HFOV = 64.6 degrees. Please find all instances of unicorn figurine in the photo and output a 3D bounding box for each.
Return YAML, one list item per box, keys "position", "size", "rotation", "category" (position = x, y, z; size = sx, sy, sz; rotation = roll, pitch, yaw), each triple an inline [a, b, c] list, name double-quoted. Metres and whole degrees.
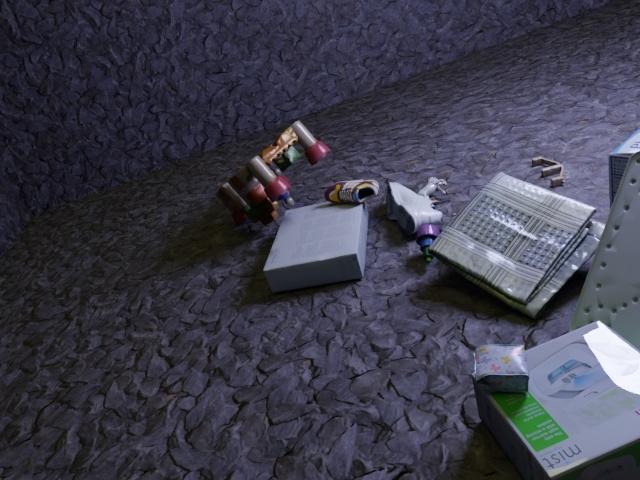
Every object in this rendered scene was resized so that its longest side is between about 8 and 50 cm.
- position: [0.379, -0.173, 1.712]
  size: [0.162, 0.060, 0.111]
  rotation: [-30, 31, -19]
  category: "unicorn figurine"

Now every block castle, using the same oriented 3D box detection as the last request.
- position: [-0.177, -0.218, 1.866]
  size: [0.303, 0.213, 0.453]
  rotation: [-46, 12, -27]
  category: "block castle"

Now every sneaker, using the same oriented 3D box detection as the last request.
- position: [0.099, -0.156, 1.654]
  size: [0.186, 0.069, 0.084]
  rotation: [-12, 23, 14]
  category: "sneaker"
- position: [0.291, -0.106, 1.634]
  size: [0.129, 0.111, 0.297]
  rotation: [-7, 31, -9]
  category: "sneaker"

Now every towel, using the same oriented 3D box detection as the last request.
- position: [0.473, -0.008, 1.221]
  size: [0.312, 0.056, 0.324]
  rotation: [-44, 52, -14]
  category: "towel"

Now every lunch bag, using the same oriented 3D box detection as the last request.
- position: [0.300, 0.213, 0.847]
  size: [0.083, 0.053, 0.071]
  rotation: [-1, 33, 13]
  category: "lunch bag"

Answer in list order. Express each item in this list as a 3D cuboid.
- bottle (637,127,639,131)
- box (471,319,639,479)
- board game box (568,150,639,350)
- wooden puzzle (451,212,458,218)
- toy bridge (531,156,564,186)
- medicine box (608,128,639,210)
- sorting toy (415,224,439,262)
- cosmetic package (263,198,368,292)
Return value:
- position: [1.032, -0.265, 1.438]
  size: [0.118, 0.092, 0.283]
  rotation: [-16, 29, 4]
  category: "bottle"
- position: [0.426, 0.286, 0.829]
  size: [0.262, 0.126, 0.231]
  rotation: [-21, 27, -3]
  category: "box"
- position: [0.642, 0.049, 0.841]
  size: [0.050, 0.389, 0.390]
  rotation: [16, 5, -22]
  category: "board game box"
- position: [0.436, -0.069, 1.553]
  size: [0.049, 0.006, 0.083]
  rotation: [-26, 30, -12]
  category: "wooden puzzle"
- position: [0.738, -0.224, 1.615]
  size: [0.063, 0.026, 0.188]
  rotation: [-14, 29, 8]
  category: "toy bridge"
- position: [0.784, -0.116, 1.127]
  size: [0.263, 0.289, 0.149]
  rotation: [-34, 32, -25]
  category: "medicine box"
- position: [0.437, 0.009, 1.345]
  size: [0.366, 0.127, 0.126]
  rotation: [-7, 54, 18]
  category: "sorting toy"
- position: [0.000, 0.000, 1.606]
  size: [0.285, 0.097, 0.377]
  rotation: [-9, 30, 14]
  category: "cosmetic package"
